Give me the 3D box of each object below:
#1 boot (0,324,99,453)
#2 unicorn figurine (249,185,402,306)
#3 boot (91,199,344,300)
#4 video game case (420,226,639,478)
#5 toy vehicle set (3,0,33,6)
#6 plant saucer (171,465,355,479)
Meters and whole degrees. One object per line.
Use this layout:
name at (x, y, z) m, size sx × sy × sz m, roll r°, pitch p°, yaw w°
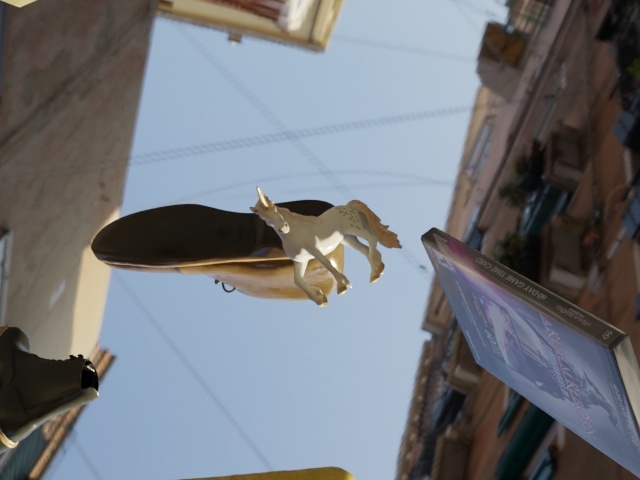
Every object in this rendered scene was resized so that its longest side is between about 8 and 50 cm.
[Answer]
boot at (-0.321, 0.152, 1.138) m, size 0.137 × 0.077 × 0.198 m, roll -25°, pitch -142°, yaw 3°
unicorn figurine at (0.000, 0.000, 0.902) m, size 0.162 × 0.060 × 0.111 m, roll -18°, pitch -106°, yaw -54°
boot at (-0.121, 0.025, 1.150) m, size 0.305 × 0.115 × 0.112 m, roll 0°, pitch -139°, yaw 11°
video game case at (0.215, 0.108, 0.949) m, size 0.026 × 0.196 × 0.274 m, roll -36°, pitch -146°, yaw -13°
toy vehicle set at (-0.289, -0.345, 1.040) m, size 0.035 × 0.166 × 0.267 m, roll 19°, pitch 178°, yaw -29°
plant saucer at (-0.165, 0.287, 0.666) m, size 0.332 × 0.333 × 0.081 m, roll 1°, pitch -133°, yaw -26°
